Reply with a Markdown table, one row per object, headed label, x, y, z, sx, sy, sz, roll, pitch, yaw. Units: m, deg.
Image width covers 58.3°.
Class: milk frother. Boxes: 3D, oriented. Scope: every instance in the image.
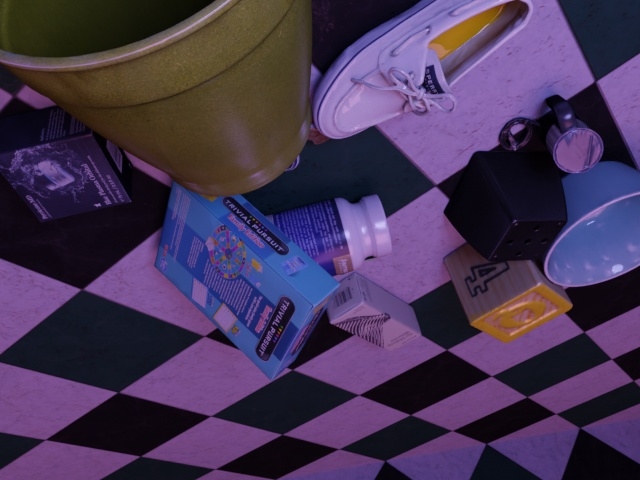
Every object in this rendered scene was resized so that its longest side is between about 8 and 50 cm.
| label | x | y | z | sx | sy | sz | roll | pitch | yaw |
| --- | --- | --- | --- | --- | --- | --- | --- | --- | --- |
| milk frother | 0.423 | -0.184 | 1.069 | 0.143 | 0.135 | 0.129 | -38 | 105 | 23 |

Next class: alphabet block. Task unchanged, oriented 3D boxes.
| label | x | y | z | sx | sy | sz | roll | pitch | yaw |
| --- | --- | --- | --- | --- | --- | --- | --- | --- | --- |
| alphabet block | 0.445 | 0.101 | 1.377 | 0.193 | 0.197 | 0.192 | -39 | 136 | 27 |

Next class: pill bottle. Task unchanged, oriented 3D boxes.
| label | x | y | z | sx | sy | sz | roll | pitch | yaw |
| --- | --- | --- | --- | --- | --- | --- | --- | --- | --- |
| pill bottle | 0.000 | 0.000 | 1.147 | 0.264 | 0.153 | 0.153 | -15 | 142 | 1 |

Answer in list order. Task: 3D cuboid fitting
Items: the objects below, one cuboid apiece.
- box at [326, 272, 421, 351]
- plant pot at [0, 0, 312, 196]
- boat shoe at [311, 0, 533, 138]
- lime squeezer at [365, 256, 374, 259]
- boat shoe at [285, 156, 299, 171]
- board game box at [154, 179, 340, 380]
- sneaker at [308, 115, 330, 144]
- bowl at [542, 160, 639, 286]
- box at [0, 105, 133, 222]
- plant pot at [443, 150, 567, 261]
| label | x | y | z | sx | sy | sz | roll | pitch | yaw |
| --- | --- | --- | --- | --- | --- | --- | --- | --- | --- |
| box | 0.136 | 0.190 | 1.470 | 0.113 | 0.094 | 0.275 | -35 | 137 | 25 |
| plant pot | -0.157 | -0.234 | 0.690 | 0.366 | 0.367 | 0.353 | -17 | 153 | 4 |
| boat shoe | 0.153 | -0.251 | 0.863 | 0.367 | 0.157 | 0.136 | -32 | 137 | 14 |
| lime squeezer | 0.005 | 0.069 | 1.279 | 0.310 | 0.110 | 0.059 | -16 | 108 | 14 |
| boat shoe | -0.085 | -0.161 | 0.979 | 0.065 | 0.083 | 0.183 | -23 | 141 | 11 |
| board game box | -0.150 | 0.061 | 1.053 | 0.079 | 0.336 | 0.254 | -36 | 161 | -43 |
| sneaker | -0.021 | -0.205 | 0.988 | 0.042 | 0.067 | 0.118 | -37 | 167 | 23 |
| bowl | 0.608 | -0.053 | 1.265 | 0.311 | 0.163 | 0.312 | -10 | 140 | -8 |
| box | -0.404 | -0.125 | 0.916 | 0.158 | 0.093 | 0.156 | -13 | 142 | 0 |
| plant pot | 0.395 | -0.059 | 1.190 | 0.187 | 0.167 | 0.188 | -1 | 141 | -15 |
